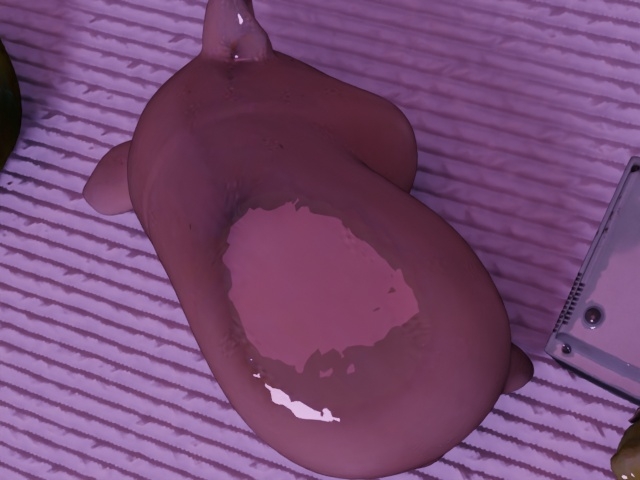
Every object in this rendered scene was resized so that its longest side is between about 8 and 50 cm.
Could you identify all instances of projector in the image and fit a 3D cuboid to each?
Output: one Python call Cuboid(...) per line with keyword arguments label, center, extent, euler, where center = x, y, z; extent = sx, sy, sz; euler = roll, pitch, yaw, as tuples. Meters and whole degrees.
Cuboid(label="projector", center=(0.197, 0.037, 0.682), extent=(0.147, 0.061, 0.115), euler=(23, 88, 24))

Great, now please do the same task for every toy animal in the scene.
Cuboid(label="toy animal", center=(-0.010, 0.006, 0.714), extent=(0.166, 0.154, 0.250), euler=(-44, 64, 14))

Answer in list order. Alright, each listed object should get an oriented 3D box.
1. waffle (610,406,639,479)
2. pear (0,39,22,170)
Cuboid(label="waffle", center=(0.248, 0.119, 0.531), extent=(0.297, 0.073, 0.317), euler=(-42, 49, 2))
Cuboid(label="pear", center=(-0.310, -0.051, 0.833), extent=(0.255, 0.164, 0.238), euler=(8, 78, 20))
